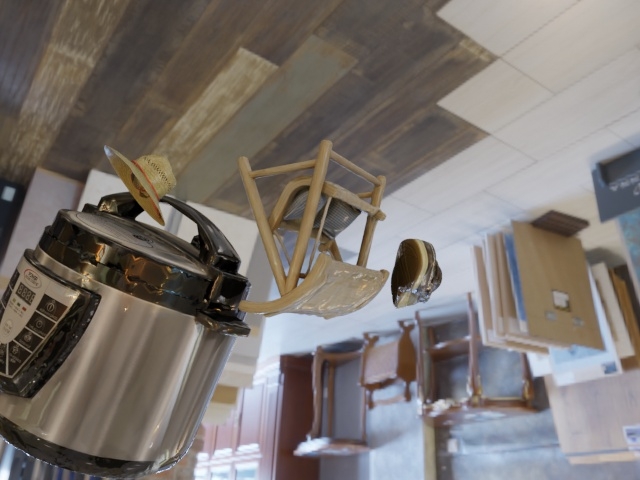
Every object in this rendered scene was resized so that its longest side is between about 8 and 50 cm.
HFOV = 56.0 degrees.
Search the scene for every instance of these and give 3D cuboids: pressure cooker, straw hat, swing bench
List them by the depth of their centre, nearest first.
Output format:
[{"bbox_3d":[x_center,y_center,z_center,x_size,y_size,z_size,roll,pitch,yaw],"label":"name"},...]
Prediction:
[{"bbox_3d":[-0.243,-0.092,0.868,0.061,0.144,0.144,-38,160,-18],"label":"straw hat"},{"bbox_3d":[0.000,0.000,0.995,0.165,0.255,0.253,-7,170,26],"label":"swing bench"},{"bbox_3d":[-0.323,0.125,1.018,0.370,0.420,0.375,24,180,-10],"label":"pressure cooker"}]

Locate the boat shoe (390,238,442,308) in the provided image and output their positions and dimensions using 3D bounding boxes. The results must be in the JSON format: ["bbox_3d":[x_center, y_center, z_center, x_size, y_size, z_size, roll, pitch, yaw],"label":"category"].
[{"bbox_3d":[0.111,0.035,0.673,0.049,0.056,0.152,-7,160,-5],"label":"boat shoe"}]
